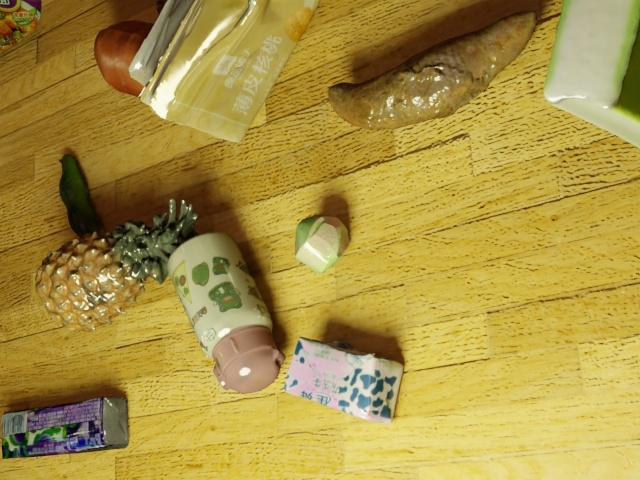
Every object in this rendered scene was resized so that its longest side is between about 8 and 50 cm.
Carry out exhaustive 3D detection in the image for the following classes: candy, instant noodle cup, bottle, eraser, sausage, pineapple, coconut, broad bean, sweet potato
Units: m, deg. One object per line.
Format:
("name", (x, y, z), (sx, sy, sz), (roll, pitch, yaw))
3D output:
("candy", (0.033, 0.191, 1.499), (0.160, 0.073, 0.092), (11, 86, 42))
("instant noodle cup", (-0.733, -0.479, 2.220), (0.190, 0.251, 0.251), (-23, 65, 46))
("candy", (-0.454, 0.332, 1.894), (0.312, 0.061, 0.088), (-14, 72, 39))
("bottle", (-0.140, 0.115, 1.635), (0.120, 0.120, 0.253), (-44, 54, 25))
("eraser", (0.366, -0.211, 1.171), (0.092, 0.274, 0.210), (14, 89, 43))
("sausage", (-0.300, -0.314, 1.867), (0.258, 0.133, 0.133), (24, 96, 43))
("pineapple", (-0.315, 0.026, 1.794), (0.341, 0.169, 0.169), (-31, 61, 24))
("coconut", (0.000, 0.000, 1.571), (0.081, 0.082, 0.083), (39, 119, 5))
("broad bean", (-0.439, -0.051, 1.983), (0.060, 0.043, 0.297), (-37, 58, 11))
("sweet potato", (0.147, -0.218, 1.484), (0.342, 0.092, 0.114), (-18, 52, 36))

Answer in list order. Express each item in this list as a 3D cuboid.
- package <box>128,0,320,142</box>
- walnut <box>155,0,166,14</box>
("package", (-0.146, -0.321, 1.656), (0.311, 0.221, 0.165), (-57, 10, 15))
("walnut", (-0.232, -0.421, 1.885), (0.121, 0.052, 0.091), (-9, 75, 41))
